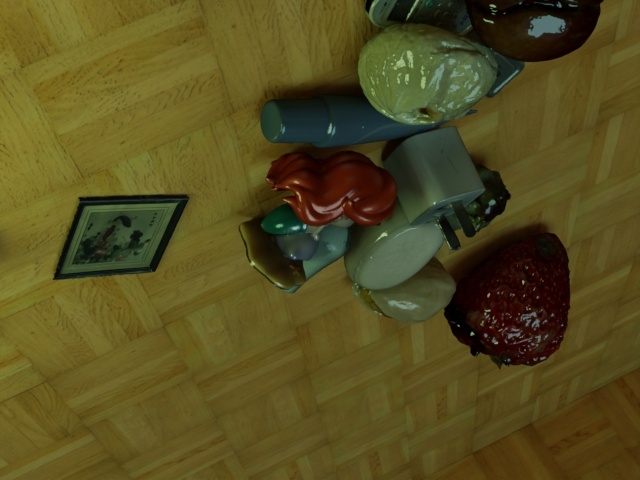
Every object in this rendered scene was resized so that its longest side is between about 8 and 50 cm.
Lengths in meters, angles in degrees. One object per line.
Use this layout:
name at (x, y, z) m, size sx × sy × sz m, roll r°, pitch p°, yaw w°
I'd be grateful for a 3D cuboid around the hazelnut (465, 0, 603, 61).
hazelnut at (0.303, -0.375, 1.392) m, size 0.218 × 0.234 × 0.218 m, roll 1°, pitch 158°, yaw 0°

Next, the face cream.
face cream at (0.078, -0.201, 1.573) m, size 0.385 × 0.086 × 0.135 m, roll -6°, pitch 177°, yaw -35°

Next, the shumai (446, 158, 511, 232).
shumai at (0.297, -0.066, 1.894) m, size 0.184 × 0.142 × 0.184 m, roll -21°, pitch 144°, yaw -16°

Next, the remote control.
remote control at (0.160, -0.363, 1.454) m, size 0.221 × 0.042 × 0.078 m, roll -3°, pitch 140°, yaw -36°

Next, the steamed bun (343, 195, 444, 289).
steamed bun at (0.137, -0.006, 1.857) m, size 0.177 × 0.131 × 0.228 m, roll 7°, pitch 136°, yaw -38°

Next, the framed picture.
framed picture at (-0.336, -0.005, 1.585) m, size 0.199 × 0.010 × 0.195 m, roll -4°, pitch 140°, yaw -36°

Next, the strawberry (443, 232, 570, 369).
strawberry at (0.474, 0.155, 2.232) m, size 0.310 × 0.292 × 0.292 m, roll -33°, pitch 149°, yaw 18°

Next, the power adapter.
power adapter at (0.219, -0.085, 1.712) m, size 0.125 × 0.205 × 0.130 m, roll -17°, pitch 168°, yaw -27°

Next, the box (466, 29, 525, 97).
box at (0.283, -0.308, 1.612) m, size 0.089 × 0.062 × 0.122 m, roll -42°, pitch 148°, yaw 19°

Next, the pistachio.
pistachio at (0.183, 0.103, 2.045) m, size 0.229 × 0.157 × 0.157 m, roll -1°, pitch 139°, yaw -30°

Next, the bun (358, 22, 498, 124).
bun at (0.168, -0.247, 1.461) m, size 0.220 × 0.134 × 0.220 m, roll 8°, pitch 172°, yaw 1°

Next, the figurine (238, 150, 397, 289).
figurine at (-0.015, -0.056, 1.617) m, size 0.257 × 0.208 × 0.181 m, roll -45°, pitch -178°, yaw 24°

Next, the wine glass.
wine glass at (0.000, 0.000, 1.783) m, size 0.231 × 0.103 × 0.103 m, roll -42°, pitch 147°, yaw 24°
